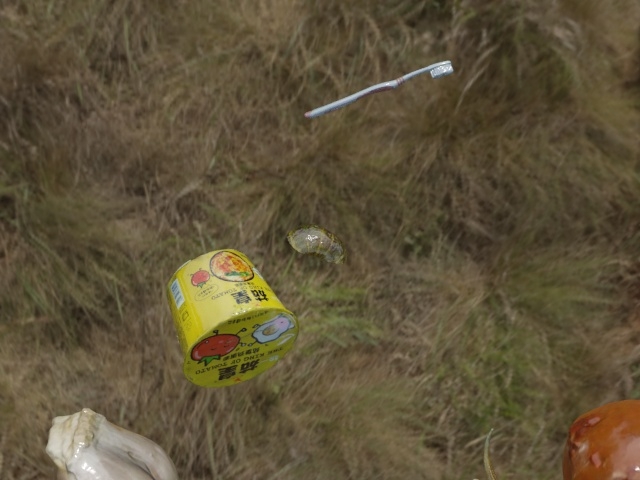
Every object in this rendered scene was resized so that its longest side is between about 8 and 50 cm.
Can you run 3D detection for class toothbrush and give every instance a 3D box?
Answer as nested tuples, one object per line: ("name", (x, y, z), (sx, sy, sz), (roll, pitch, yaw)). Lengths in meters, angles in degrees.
("toothbrush", (0.071, -0.184, 1.261), (0.193, 0.013, 0.019), (-19, 72, -1))

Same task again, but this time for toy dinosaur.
("toy dinosaur", (0.209, 0.303, 1.216), (0.037, 0.058, 0.180), (-30, 106, -21))

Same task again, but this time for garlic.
("garlic", (-0.347, 0.451, 1.621), (0.246, 0.340, 0.231), (14, 40, -23))

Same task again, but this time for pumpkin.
("pumpkin", (0.000, 0.000, 1.290), (0.083, 0.028, 0.050), (22, 31, -12))

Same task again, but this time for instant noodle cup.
("instant noodle cup", (-0.142, 0.107, 1.524), (0.182, 0.182, 0.144), (-19, 55, -16))

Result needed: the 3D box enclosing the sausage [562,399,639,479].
("sausage", (0.265, 0.181, 0.623), (0.258, 0.133, 0.133), (23, 63, 34))
